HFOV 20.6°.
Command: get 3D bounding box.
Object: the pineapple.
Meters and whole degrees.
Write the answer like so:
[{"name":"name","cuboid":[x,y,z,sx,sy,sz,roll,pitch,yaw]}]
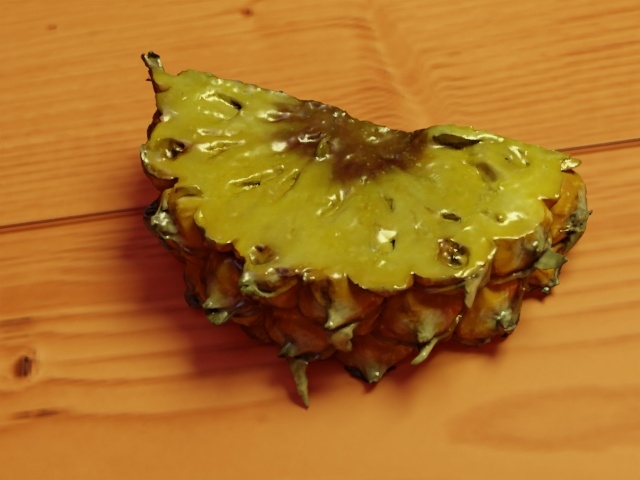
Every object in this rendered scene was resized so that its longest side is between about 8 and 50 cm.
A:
[{"name":"pineapple","cuboid":[0.000,0.001,0.810,0.233,0.079,0.135,13,62,19]}]
